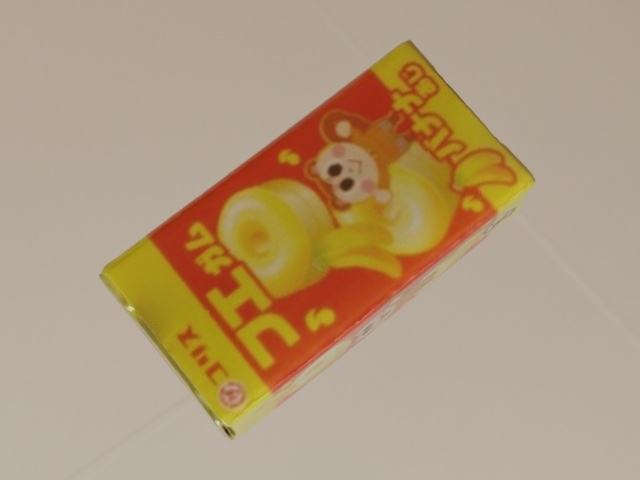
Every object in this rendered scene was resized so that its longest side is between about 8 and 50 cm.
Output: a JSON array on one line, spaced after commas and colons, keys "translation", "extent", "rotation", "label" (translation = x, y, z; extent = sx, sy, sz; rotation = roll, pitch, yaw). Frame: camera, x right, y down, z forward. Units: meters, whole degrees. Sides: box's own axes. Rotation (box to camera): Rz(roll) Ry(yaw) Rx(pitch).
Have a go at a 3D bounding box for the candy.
[{"translation": [0.000, 0.000, 0.851], "extent": [0.276, 0.088, 0.146], "rotation": [-39, -103, -10], "label": "candy"}]
